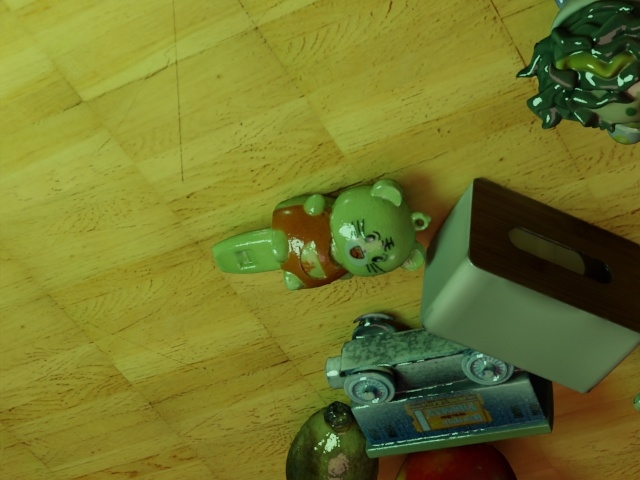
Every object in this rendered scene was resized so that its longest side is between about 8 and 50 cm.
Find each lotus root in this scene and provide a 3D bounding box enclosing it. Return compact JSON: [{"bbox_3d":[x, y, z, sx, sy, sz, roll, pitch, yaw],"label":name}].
[{"bbox_3d":[0.022,0.313,1.885,0.139,0.138,0.214,13,130,-3],"label":"lotus root"}]

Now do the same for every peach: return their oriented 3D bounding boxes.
[{"bbox_3d":[0.191,0.395,1.857,0.196,0.226,0.190,5,158,16],"label":"peach"}]

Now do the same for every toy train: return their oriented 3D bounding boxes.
[{"bbox_3d":[0.165,0.189,1.748,0.300,0.131,0.202,-11,131,19],"label":"toy train"}]

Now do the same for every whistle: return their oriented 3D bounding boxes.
[{"bbox_3d":[0.000,0.000,1.617,0.289,0.106,0.131,-11,123,18],"label":"whistle"}]

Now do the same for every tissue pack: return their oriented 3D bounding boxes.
[{"bbox_3d":[0.262,0.059,1.597,0.246,0.159,0.136,21,134,-11],"label":"tissue pack"}]

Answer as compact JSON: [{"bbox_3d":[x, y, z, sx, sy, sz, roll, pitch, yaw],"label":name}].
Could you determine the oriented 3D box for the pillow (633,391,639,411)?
[{"bbox_3d":[0.583,0.203,1.694,0.274,0.076,0.281,-22,148,29],"label":"pillow"}]

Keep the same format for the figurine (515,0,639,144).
[{"bbox_3d":[0.396,-0.168,1.356,0.382,0.186,0.261,13,144,-10],"label":"figurine"}]
